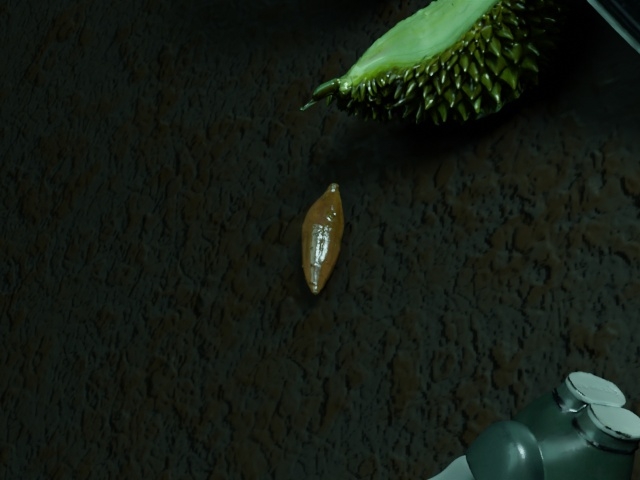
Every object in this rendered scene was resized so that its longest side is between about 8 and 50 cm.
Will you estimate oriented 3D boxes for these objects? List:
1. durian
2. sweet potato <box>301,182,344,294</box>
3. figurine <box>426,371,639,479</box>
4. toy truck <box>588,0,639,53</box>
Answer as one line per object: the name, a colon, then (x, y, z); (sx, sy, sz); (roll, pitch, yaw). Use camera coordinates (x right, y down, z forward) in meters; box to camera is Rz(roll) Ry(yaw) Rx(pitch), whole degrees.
durian: (0.105, -0.133, 1.300); (0.221, 0.137, 0.095); (-25, 82, 26)
sweet potato: (0.000, 0.000, 1.364); (0.034, 0.034, 0.095); (-12, 55, 41)
figurine: (0.125, 0.169, 1.054); (0.147, 0.126, 0.192); (50, 119, 40)
toy truck: (0.314, -0.281, 1.062); (0.387, 0.173, 0.207); (-37, 8, 43)
